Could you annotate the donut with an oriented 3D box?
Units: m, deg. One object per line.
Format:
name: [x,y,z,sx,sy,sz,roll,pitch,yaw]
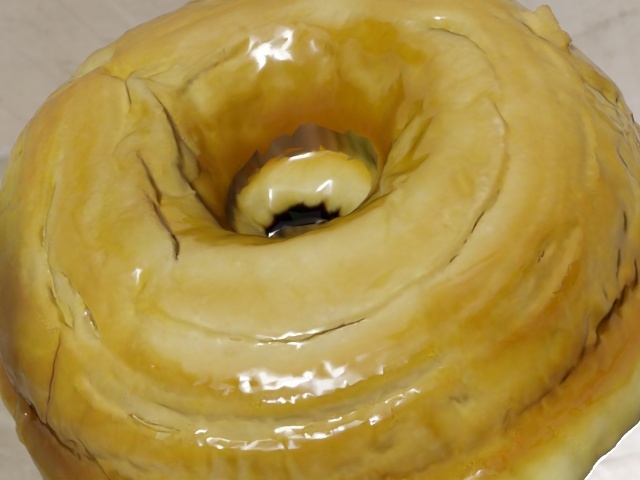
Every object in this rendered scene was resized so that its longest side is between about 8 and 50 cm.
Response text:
donut: [0.000,0.000,0.766,0.449,0.449,0.198,-15,-44,4]
